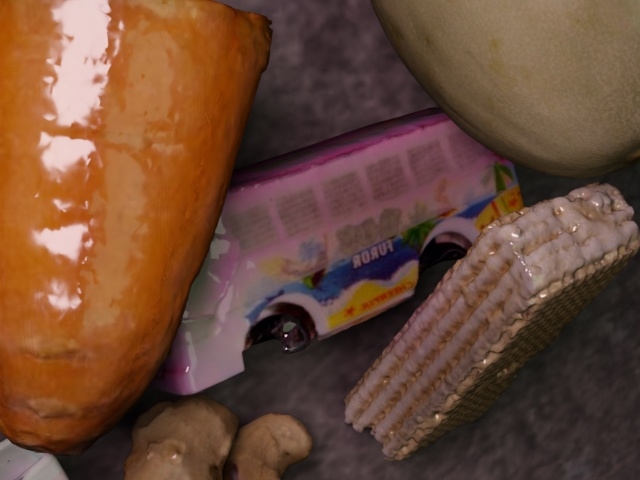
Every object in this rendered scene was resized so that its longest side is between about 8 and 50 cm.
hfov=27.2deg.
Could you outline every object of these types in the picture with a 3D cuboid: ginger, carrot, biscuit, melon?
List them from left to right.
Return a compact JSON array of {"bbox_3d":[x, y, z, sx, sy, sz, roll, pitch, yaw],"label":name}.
[{"bbox_3d":[-0.110,-0.008,0.645,0.159,0.159,0.225,10,80,-40],"label":"carrot"},{"bbox_3d":[-0.027,0.168,0.822,0.258,0.065,0.149,12,63,-48],"label":"ginger"},{"bbox_3d":[0.106,0.057,0.839,0.108,0.239,0.062,-21,68,-35],"label":"biscuit"},{"bbox_3d":[0.140,-0.191,0.768,0.271,0.271,0.308,35,44,-38],"label":"melon"}]

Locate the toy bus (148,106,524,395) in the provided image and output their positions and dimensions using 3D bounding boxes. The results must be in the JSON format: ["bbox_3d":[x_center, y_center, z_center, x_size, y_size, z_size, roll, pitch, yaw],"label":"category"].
[{"bbox_3d":[0.000,0.000,0.810,0.274,0.090,0.112,-21,106,-34],"label":"toy bus"}]

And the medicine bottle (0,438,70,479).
[{"bbox_3d":[-0.162,0.177,0.738,0.074,0.055,0.118,-38,121,-29],"label":"medicine bottle"}]
